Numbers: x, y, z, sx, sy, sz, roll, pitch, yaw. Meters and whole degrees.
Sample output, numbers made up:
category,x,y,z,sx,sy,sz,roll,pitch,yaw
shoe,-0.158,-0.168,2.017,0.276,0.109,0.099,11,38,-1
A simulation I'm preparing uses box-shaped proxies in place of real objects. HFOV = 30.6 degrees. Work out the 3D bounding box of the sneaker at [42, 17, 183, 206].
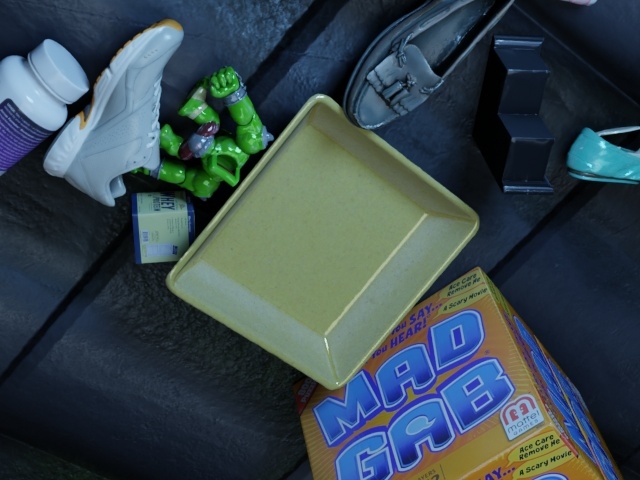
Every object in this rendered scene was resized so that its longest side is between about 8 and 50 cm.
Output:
category,x,y,z,sx,sy,sz,roll,pitch,yaw
sneaker,-0.231,-0.157,1.461,0.121,0.099,0.262,38,115,-5

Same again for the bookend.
category,x,y,z,sx,sy,sz,roll,pitch,yaw
bookend,0.266,-0.166,1.537,0.072,0.156,0.157,0,123,-11

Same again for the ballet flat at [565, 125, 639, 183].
category,x,y,z,sx,sy,sz,roll,pitch,yaw
ballet flat,0.468,-0.115,1.661,0.247,0.083,0.087,9,108,-19

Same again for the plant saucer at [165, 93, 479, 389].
category,x,y,z,sx,sy,sz,roll,pitch,yaw
plant saucer,0.000,0.000,1.620,0.332,0.081,0.333,35,100,-30

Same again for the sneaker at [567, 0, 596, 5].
category,x,y,z,sx,sy,sz,roll,pitch,yaw
sneaker,0.331,-0.361,1.478,0.070,0.051,0.134,0,129,-17

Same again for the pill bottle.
category,x,y,z,sx,sy,sz,roll,pitch,yaw
pill bottle,-0.384,-0.160,1.445,0.193,0.108,0.108,-36,123,14

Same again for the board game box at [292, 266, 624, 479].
category,x,y,z,sx,sy,sz,roll,pitch,yaw
board game box,0.223,0.340,1.755,0.356,0.356,0.356,-34,124,12

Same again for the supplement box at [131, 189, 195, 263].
category,x,y,z,sx,sy,sz,roll,pitch,yaw
supplement box,-0.215,-0.019,1.606,0.083,0.056,0.083,-4,125,-8

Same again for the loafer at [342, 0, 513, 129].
category,x,y,z,sx,sy,sz,roll,pitch,yaw
loafer,0.136,-0.242,1.469,0.267,0.084,0.096,-47,119,3

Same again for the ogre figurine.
category,x,y,z,sx,sy,sz,roll,pitch,yaw
ogre figurine,-0.150,-0.127,1.523,0.118,0.097,0.197,42,97,-19
